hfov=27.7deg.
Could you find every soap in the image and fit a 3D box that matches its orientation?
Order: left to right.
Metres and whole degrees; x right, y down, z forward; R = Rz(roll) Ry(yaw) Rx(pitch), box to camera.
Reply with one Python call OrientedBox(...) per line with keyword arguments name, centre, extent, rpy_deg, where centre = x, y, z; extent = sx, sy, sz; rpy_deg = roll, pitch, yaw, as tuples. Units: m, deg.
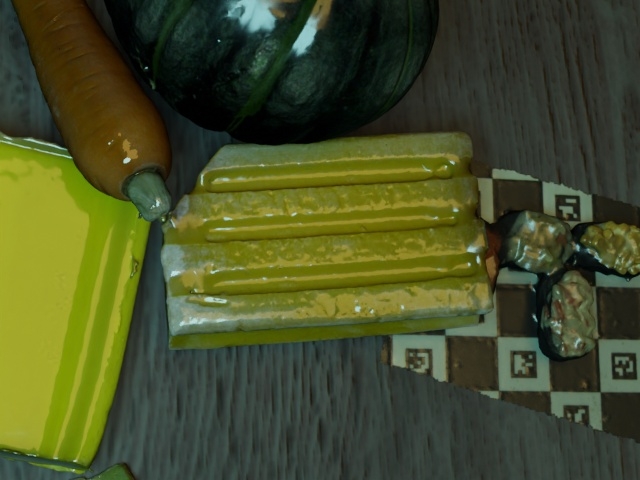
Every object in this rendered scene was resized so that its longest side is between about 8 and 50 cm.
OrientedBox(name="soap", centre=(0.000, 0.000, 0.940), extent=(0.232, 0.073, 0.140), rpy_deg=(-4, 71, -8))

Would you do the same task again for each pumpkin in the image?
OrientedBox(name="pumpkin", centre=(-0.037, -0.175, 0.915), extent=(0.250, 0.216, 0.250), rpy_deg=(12, 52, -16))

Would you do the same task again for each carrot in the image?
OrientedBox(name="carrot", centre=(-0.180, -0.140, 0.908), extent=(0.069, 0.069, 0.336), rpy_deg=(-23, 62, -17))

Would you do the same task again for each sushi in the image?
OrientedBox(name="sushi", centre=(0.198, 0.041, 1.011), extent=(0.280, 0.043, 0.192), rpy_deg=(18, 76, -10))

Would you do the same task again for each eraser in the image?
OrientedBox(name="eraser", centre=(-0.209, 0.041, 0.897), extent=(0.158, 0.069, 0.226), rpy_deg=(12, 77, -10))

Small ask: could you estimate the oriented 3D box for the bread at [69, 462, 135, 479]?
OrientedBox(name="bread", centre=(-0.142, 0.238, 0.905), extent=(0.074, 0.084, 0.139), rpy_deg=(-19, 54, -16))
